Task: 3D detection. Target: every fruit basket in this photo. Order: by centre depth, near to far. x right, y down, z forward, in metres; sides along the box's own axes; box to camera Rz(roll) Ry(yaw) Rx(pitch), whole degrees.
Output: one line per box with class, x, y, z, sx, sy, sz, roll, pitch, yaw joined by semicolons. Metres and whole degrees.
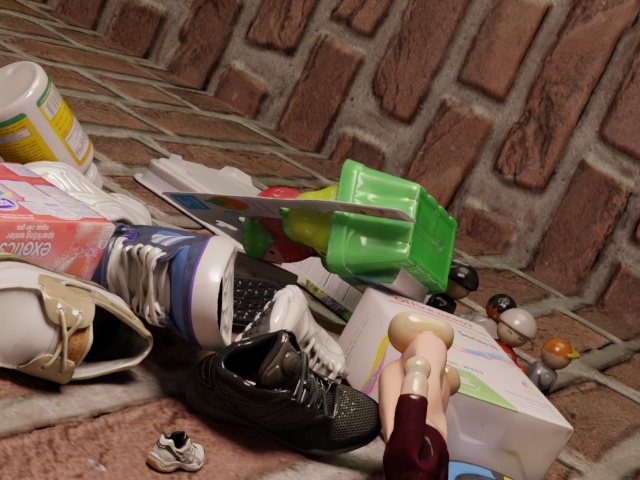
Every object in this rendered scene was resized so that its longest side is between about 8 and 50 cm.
fruit basket;0.000;0.000;1.956;0.353;0.165;0.327;-2;-16;21

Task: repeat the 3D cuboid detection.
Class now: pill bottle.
pill bottle;-0.391;-0.139;1.950;0.117;0.117;0.208;38;-17;48

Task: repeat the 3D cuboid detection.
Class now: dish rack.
dish rack;-0.139;-0.060;2.460;0.333;0.072;0.285;31;13;32

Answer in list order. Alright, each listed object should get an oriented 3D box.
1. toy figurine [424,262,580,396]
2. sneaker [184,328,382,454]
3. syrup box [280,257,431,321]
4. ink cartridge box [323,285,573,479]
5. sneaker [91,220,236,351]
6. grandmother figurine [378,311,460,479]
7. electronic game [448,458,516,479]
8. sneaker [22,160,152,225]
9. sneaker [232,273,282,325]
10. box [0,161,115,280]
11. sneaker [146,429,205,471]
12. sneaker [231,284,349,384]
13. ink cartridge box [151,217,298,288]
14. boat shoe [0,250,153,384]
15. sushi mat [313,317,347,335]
toy figurine;0.262;0.148;2.099;0.209;0.148;0.213;26;9;-46
sneaker;-0.021;0.165;1.496;0.228;0.087;0.130;21;-31;-17
syrup box;0.054;0.067;2.224;0.093;0.096;0.237;16;14;-49
ink cartridge box;0.151;0.178;1.824;0.207;0.119;0.353;21;15;-27
sneaker;-0.217;0.048;1.590;0.236;0.130;0.323;3;7;-3
grandmother figurine;0.097;0.223;1.428;0.104;0.207;0.342;-13;25;15
electronic game;0.222;0.315;1.574;0.229;0.048;0.229;25;11;-5
sneaker;-0.323;-0.036;1.894;0.232;0.090;0.115;19;16;-27
sneaker;-0.158;0.072;1.849;0.235;0.084;0.097;20;-12;-30
box;-0.372;0.007;1.435;0.154;0.142;0.300;30;12;21
sneaker;-0.132;0.202;1.344;0.032;0.037;0.083;29;10;24
sneaker;-0.025;0.131;1.658;0.118;0.110;0.292;43;0;11
ink cartridge box;-0.160;0.029;2.087;0.189;0.066;0.232;20;-4;-25
boat shoe;-0.273;0.082;1.388;0.103;0.113;0.302;24;9;23
sushi mat;0.066;0.162;2.012;0.317;0.019;0.151;15;16;-42
